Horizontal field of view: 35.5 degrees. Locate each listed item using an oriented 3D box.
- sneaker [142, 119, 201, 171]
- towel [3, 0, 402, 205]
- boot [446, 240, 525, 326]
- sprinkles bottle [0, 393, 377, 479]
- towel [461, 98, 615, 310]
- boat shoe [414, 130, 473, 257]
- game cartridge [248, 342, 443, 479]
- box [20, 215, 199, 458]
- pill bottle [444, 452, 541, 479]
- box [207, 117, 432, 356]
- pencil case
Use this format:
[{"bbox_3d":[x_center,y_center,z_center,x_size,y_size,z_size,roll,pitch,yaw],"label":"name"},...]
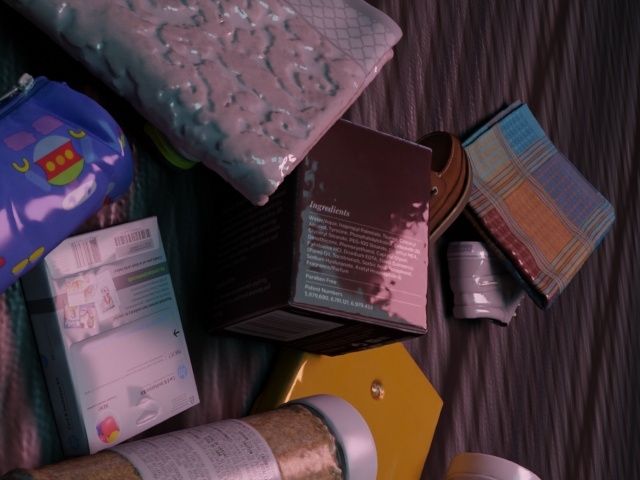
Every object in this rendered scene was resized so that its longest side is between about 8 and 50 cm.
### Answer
[{"bbox_3d":[-0.064,-0.184,1.062,0.111,0.121,0.300,58,41,-30],"label":"sneaker"},{"bbox_3d":[-0.107,-0.220,0.930,0.332,0.053,0.317,39,43,0],"label":"towel"},{"bbox_3d":[0.277,0.070,1.530,0.258,0.095,0.123,5,85,-46],"label":"boot"},{"bbox_3d":[-0.105,0.222,0.875,0.355,0.121,0.121,-4,86,-47],"label":"sprinkles bottle"},{"bbox_3d":[0.331,-0.070,1.566,0.271,0.040,0.370,51,36,2],"label":"towel"},{"bbox_3d":[0.112,-0.056,1.292,0.104,0.111,0.307,58,41,-31],"label":"boat shoe"},{"bbox_3d":[0.024,0.238,1.163,0.285,0.053,0.323,54,46,-33],"label":"game cartridge"},{"bbox_3d":[-0.187,0.082,0.903,0.145,0.038,0.186,-20,98,-54],"label":"box"},{"bbox_3d":[0.167,0.424,1.182,0.181,0.181,0.323,49,51,-37],"label":"pill bottle"},{"bbox_3d":[0.000,0.000,1.032,0.167,0.168,0.203,14,70,-30],"label":"box"},{"bbox_3d":[-0.267,-0.018,0.740,0.306,0.119,0.133,-50,130,-47],"label":"pencil case"}]
